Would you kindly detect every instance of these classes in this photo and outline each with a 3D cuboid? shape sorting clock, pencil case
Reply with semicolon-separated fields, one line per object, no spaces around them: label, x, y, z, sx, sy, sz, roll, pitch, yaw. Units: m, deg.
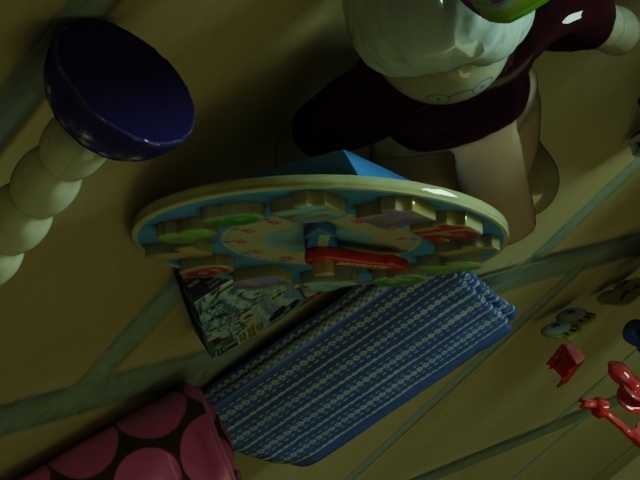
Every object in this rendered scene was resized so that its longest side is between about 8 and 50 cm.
shape sorting clock;0.000;0.000;1.054;0.206;0.040;0.206;-3;163;-1
pencil case;-0.151;0.187;1.327;0.209;0.098;0.095;-32;163;-15

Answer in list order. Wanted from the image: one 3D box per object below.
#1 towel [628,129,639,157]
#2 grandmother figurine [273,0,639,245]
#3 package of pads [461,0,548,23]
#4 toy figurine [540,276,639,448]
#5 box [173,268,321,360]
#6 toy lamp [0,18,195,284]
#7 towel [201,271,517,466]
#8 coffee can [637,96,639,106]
towel;0.395;-0.171;1.443;0.329;0.037;0.237;-31;178;-11
grandmother figurine;0.075;-0.077;1.033;0.207;0.104;0.342;-32;164;0
package of pads;0.151;-0.206;0.751;0.296;0.101;0.229;-38;178;9
toy figurine;0.412;0.045;1.898;0.362;0.191;0.217;-23;154;-40
box;-0.040;0.024;1.216;0.094;0.027;0.137;-31;163;-9
toy lamp;-0.158;0.018;0.882;0.274;0.080;0.080;-45;161;33
towel;0.027;0.093;1.542;0.243;0.040;0.336;-36;162;6
coffee can;0.344;-0.121;1.092;0.275;0.201;0.201;-51;161;9
